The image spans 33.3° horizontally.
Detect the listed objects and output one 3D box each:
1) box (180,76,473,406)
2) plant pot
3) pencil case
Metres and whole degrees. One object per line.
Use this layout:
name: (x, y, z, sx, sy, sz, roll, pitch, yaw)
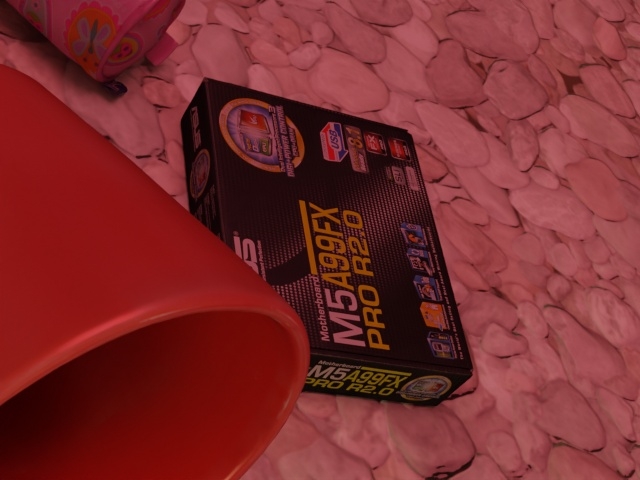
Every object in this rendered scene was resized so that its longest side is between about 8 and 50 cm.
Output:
box: (0.000, 0.000, 0.906, 0.216, 0.060, 0.270, 12, 49, -27)
plant pot: (-0.179, 0.044, 0.611, 0.275, 0.275, 0.243, -13, 53, -41)
pencil case: (-0.243, -0.260, 0.919, 0.284, 0.124, 0.124, 41, 42, 1)
